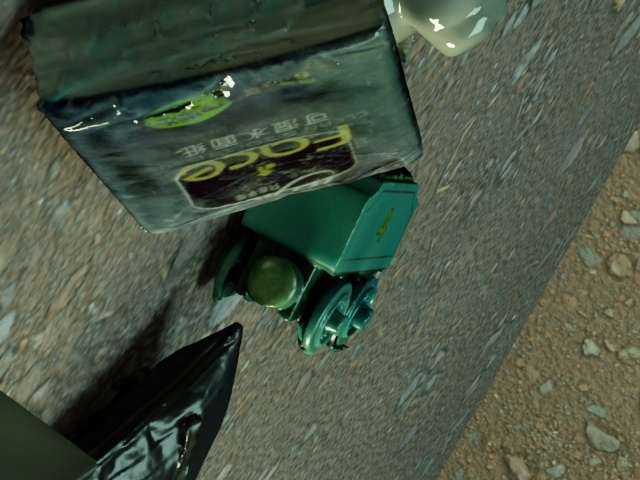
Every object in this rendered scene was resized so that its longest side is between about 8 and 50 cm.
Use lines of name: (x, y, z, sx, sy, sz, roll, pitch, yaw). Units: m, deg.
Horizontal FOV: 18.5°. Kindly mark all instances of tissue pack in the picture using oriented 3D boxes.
tissue pack: (-0.042, -0.076, 1.013, 0.173, 0.073, 0.235, -14, 166, 3)

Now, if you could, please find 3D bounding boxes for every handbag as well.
handbag: (-0.152, 0.183, 1.434, 0.254, 0.089, 0.211, -43, 165, -32)

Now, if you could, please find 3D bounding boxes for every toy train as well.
toy train: (0.000, 0.000, 1.494, 0.154, 0.107, 0.198, -65, 166, 8)

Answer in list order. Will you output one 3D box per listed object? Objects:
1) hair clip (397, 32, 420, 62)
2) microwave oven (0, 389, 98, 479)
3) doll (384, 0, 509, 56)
hair clip: (0.061, -0.186, 1.367, 0.214, 0.056, 0.062, 117, -4, -66)
microwave oven: (-0.241, 0.191, 0.993, 0.240, 0.145, 0.194, -61, 163, 23)
doll: (0.074, -0.179, 1.161, 0.242, 0.160, 0.311, -57, 167, 6)
